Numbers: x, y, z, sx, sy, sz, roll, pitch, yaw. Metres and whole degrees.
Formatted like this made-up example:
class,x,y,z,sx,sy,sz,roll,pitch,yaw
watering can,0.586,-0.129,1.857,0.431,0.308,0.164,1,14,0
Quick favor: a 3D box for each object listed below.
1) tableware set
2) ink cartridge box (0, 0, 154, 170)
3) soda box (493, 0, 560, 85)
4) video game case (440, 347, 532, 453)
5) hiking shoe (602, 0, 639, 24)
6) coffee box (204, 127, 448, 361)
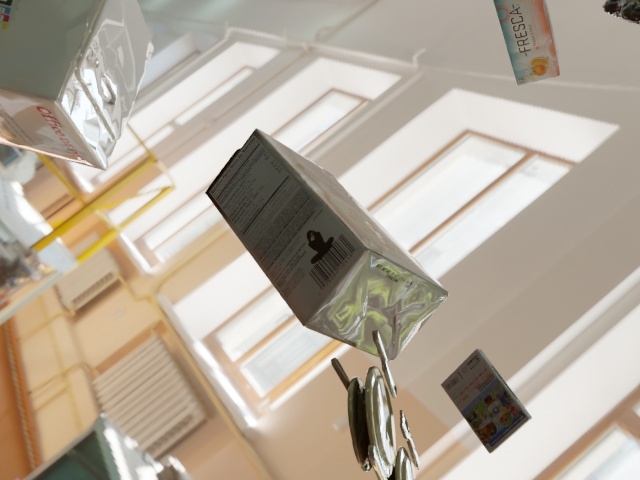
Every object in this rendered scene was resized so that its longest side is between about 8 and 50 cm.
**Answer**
class,x,y,z,sx,sy,sz,roll,pitch,yaw
tableware set,0.049,0.187,0.680,0.128,0.039,0.194,-83,159,-51
ink cartridge box,-0.321,-0.202,0.841,0.232,0.168,0.171,15,-17,5
soda box,0.272,-0.296,1.074,0.183,0.062,0.058,58,30,-44
video game case,0.233,0.227,1.144,0.011,0.087,0.122,2,45,-47
hiking shoe,0.594,-0.450,1.466,0.086,0.114,0.227,14,22,-15
coffee box,0.000,0.000,0.848,0.141,0.098,0.246,29,14,-43
